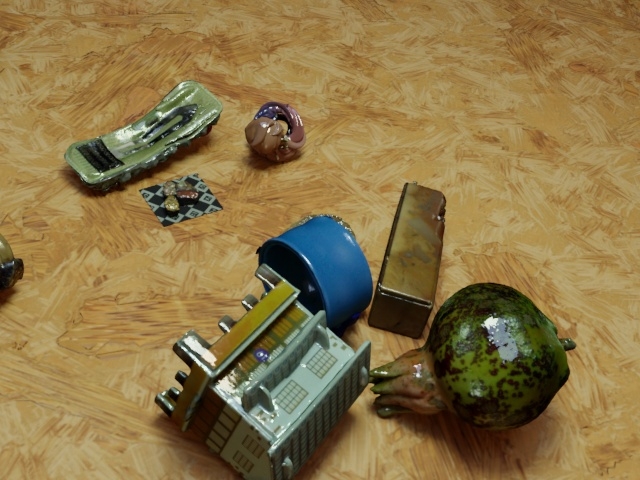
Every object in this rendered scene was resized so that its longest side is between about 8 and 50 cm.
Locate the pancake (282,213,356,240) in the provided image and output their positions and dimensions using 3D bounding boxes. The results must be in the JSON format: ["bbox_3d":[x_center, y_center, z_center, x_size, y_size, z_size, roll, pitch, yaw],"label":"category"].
[{"bbox_3d":[0.000,0.000,1.301,0.139,0.022,0.139,5,43,-5],"label":"pancake"}]

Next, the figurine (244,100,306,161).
[{"bbox_3d":[-0.097,-0.209,1.436,0.126,0.114,0.157,-3,26,9],"label":"figurine"}]

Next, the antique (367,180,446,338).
[{"bbox_3d":[0.162,0.023,1.260,0.093,0.087,0.310,16,42,3],"label":"antique"}]

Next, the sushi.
[{"bbox_3d":[-0.262,-0.088,1.343,0.126,0.026,0.120,-19,49,-29],"label":"sushi"}]

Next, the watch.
[{"bbox_3d":[-0.013,0.058,1.110,0.196,0.200,0.171,36,52,21],"label":"watch"}]

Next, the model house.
[{"bbox_3d":[-0.075,0.192,0.953,0.215,0.198,0.224,38,47,10],"label":"model house"}]

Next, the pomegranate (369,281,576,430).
[{"bbox_3d":[0.220,0.194,1.026,0.276,0.222,0.204,-44,67,-5],"label":"pomegranate"}]

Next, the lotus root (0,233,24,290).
[{"bbox_3d":[-0.587,0.020,1.085,0.256,0.140,0.154,21,29,-2],"label":"lotus root"}]

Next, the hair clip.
[{"bbox_3d":[-0.336,-0.193,1.401,0.321,0.091,0.138,-35,66,-24],"label":"hair clip"}]
